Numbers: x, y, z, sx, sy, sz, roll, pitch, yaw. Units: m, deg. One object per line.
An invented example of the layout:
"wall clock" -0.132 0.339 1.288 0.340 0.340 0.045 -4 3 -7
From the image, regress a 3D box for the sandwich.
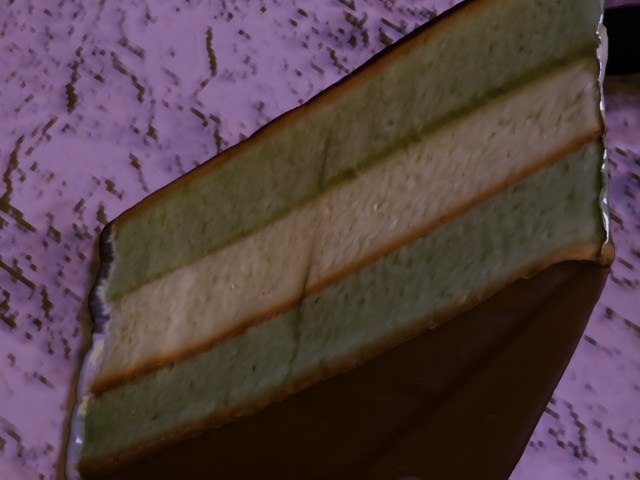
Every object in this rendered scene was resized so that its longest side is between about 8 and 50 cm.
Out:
"sandwich" 0.000 0.000 0.595 0.144 0.187 0.117 6 58 -4

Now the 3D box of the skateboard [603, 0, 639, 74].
"skateboard" 0.157 -0.066 0.710 0.151 0.067 0.080 9 68 0
